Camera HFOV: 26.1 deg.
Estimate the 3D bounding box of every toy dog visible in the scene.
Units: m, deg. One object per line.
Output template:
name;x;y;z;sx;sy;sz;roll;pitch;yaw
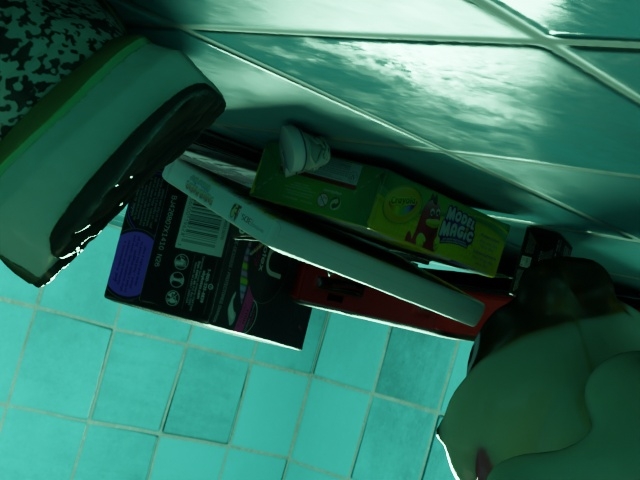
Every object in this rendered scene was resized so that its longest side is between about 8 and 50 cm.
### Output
toy dog;0.272;0.168;1.044;0.408;0.395;0.285;28;146;41

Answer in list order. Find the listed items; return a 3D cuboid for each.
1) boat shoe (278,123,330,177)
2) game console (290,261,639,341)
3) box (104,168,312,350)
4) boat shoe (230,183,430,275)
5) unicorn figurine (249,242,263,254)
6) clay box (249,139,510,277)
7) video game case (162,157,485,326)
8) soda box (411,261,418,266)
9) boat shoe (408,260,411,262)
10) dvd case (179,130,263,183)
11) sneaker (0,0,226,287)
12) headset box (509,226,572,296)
boat shoe;-0.010;-0.066;1.007;0.035;0.035;0.100;-12;174;-5
game console;0.187;0.073;1.570;0.342;0.060;0.386;7;-178;-33
box;-0.112;0.025;1.634;0.143;0.165;0.270;13;176;24
boat shoe;0.013;-0.001;1.453;0.228;0.076;0.080;16;176;0
unicorn figurine;0.001;-0.011;1.578;0.161;0.060;0.111;-1;176;-2
clay box;0.061;-0.021;1.144;0.127;0.053;0.222;16;179;38
video game case;0.000;0.000;1.178;0.227;0.026;0.206;23;-175;-34
soda box;0.064;0.036;1.918;0.060;0.053;0.169;12;175;38
boat shoe;0.050;-0.003;1.522;0.125;0.046;0.038;25;179;-10
dvd case;-0.109;-0.080;1.242;0.221;0.018;0.164;19;175;-40
sneaker;-0.170;-0.098;0.765;0.182;0.158;0.410;48;170;-11
headset box;0.198;0.027;1.230;0.032;0.062;0.083;15;175;22
